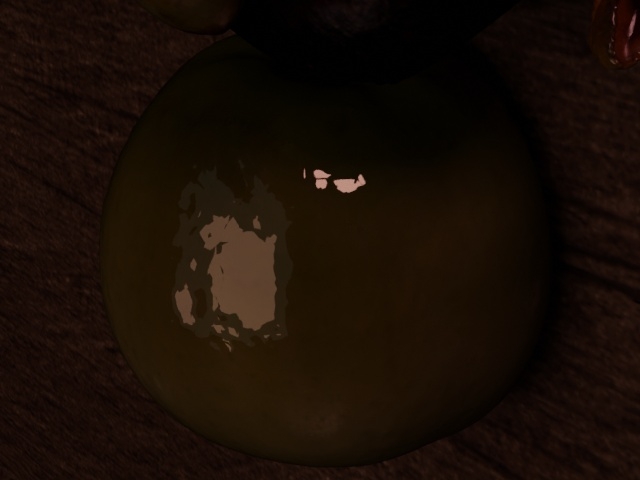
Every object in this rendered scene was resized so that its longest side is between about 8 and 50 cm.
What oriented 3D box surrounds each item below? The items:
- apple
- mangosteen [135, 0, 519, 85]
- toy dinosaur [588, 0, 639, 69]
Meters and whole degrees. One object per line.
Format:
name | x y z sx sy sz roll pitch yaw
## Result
apple | -0.020 0.004 0.992 0.295 0.233 0.258 29 132 46
mangosteen | 0.010 -0.199 0.798 0.233 0.287 0.287 55 151 -17
toy dinosaur | 0.192 -0.288 0.648 0.208 0.097 0.432 5 89 52
